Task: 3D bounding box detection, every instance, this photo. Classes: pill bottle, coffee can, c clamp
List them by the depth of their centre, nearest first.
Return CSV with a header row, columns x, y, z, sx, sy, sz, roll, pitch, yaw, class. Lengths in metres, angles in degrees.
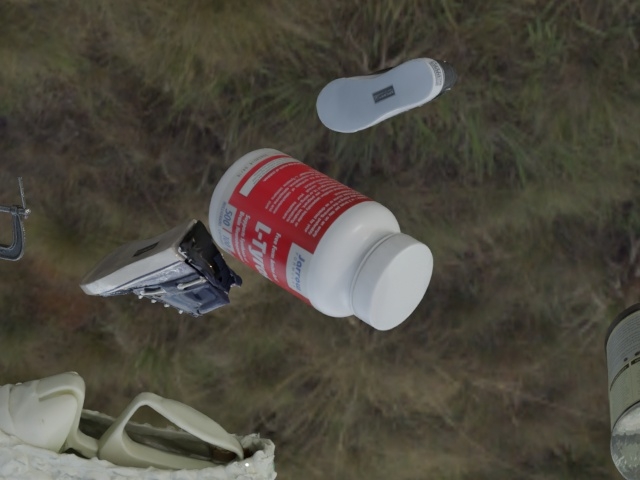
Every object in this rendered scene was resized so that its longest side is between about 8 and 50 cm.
x,y,z,sx,sy,sz,roll,pitch,yaw,class
-0.523,-0.035,1.612,0.160,0.022,0.137,1,103,36,c clamp
0.573,0.251,1.617,0.201,0.275,0.202,6,121,11,coffee can
0.000,0.000,1.852,0.407,0.229,0.229,30,156,34,pill bottle

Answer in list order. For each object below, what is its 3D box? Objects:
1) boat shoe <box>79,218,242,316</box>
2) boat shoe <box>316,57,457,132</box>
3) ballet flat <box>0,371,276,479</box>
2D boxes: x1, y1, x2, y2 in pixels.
x,y,z,sx,sy,sz,roll,pitch,yaw,class
-0.295,0.081,1.799,0.340,0.127,0.158,-16,119,44,boat shoe
0.094,-0.208,1.383,0.076,0.080,0.228,-15,179,-44,boat shoe
-0.234,0.210,1.051,0.408,0.147,0.147,18,141,-14,ballet flat
